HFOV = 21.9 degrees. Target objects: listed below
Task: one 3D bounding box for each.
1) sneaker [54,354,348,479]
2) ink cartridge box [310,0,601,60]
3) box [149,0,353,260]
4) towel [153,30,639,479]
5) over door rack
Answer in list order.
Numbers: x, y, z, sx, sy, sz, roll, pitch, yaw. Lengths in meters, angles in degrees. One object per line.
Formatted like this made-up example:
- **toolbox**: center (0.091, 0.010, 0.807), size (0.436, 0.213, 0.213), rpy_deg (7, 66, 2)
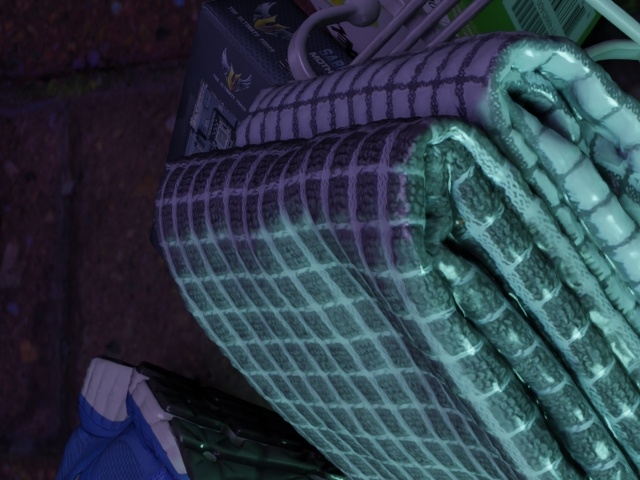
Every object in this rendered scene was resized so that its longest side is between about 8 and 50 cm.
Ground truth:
- **sneaker**: center (-0.077, 0.149, 0.885), size (0.330, 0.129, 0.147), rpy_deg (166, 124, -74)
- **ink cartridge box**: center (0.006, -0.182, 0.874), size (0.255, 0.189, 0.097), rpy_deg (23, 71, 38)
- **box**: center (0.000, 0.000, 0.918), size (0.233, 0.059, 0.183), rpy_deg (47, 139, 31)
- **towel**: center (0.072, 0.061, 0.675), size (0.284, 0.121, 0.235), rpy_deg (53, 157, -15)
- **over door rack**: center (0.148, -0.023, 0.702), size (0.324, 0.108, 0.239), rpy_deg (48, 157, -2)
